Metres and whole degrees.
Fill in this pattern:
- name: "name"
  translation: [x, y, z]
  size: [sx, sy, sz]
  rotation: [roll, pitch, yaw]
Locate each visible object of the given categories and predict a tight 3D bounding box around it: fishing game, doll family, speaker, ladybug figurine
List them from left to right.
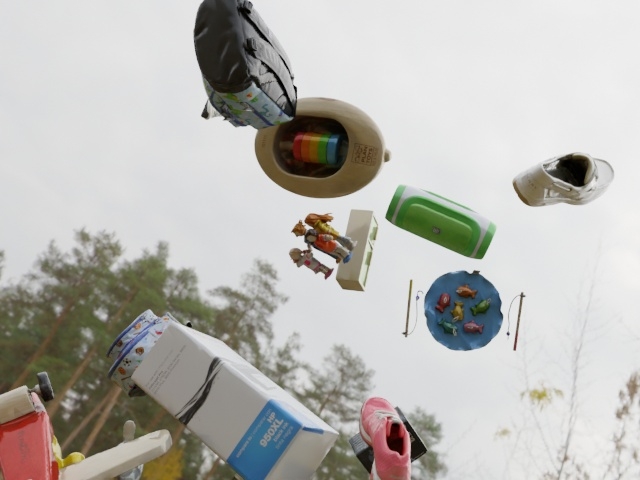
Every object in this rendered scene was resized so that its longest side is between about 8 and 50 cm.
- name: "doll family"
  translation: [0.000, 0.000, 1.939]
  size: [0.163, 0.118, 0.263]
  rotation: [33, -26, -6]
- name: "ladybug figurine"
  translation: [0.014, -0.278, 2.131]
  size: [0.449, 0.305, 0.162]
  rotation: [14, 6, 25]
- name: "speaker"
  translation: [0.338, -0.053, 1.963]
  size: [0.296, 0.131, 0.131]
  rotation: [24, -32, 9]
- name: "fishing game"
  translation: [0.326, 0.157, 1.579]
  size: [0.264, 0.189, 0.041]
  rotation: [10, -9, 8]

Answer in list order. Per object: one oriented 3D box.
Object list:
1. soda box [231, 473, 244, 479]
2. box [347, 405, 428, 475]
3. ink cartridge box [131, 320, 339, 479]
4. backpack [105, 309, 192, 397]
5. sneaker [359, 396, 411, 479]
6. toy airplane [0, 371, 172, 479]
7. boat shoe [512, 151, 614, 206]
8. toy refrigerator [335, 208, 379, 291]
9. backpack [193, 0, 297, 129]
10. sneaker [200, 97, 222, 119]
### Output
- name: "soda box"
  translation: [-0.160, 0.583, 1.791]
  size: [0.060, 0.053, 0.169]
  rotation: [49, -57, 22]
- name: "box"
  translation: [0.197, 0.597, 2.027]
  size: [0.147, 0.180, 0.077]
  rotation: [57, -2, -27]
- name: "ink cartridge box"
  translation: [-0.187, 0.374, 1.567]
  size: [0.395, 0.166, 0.285]
  rotation: [33, -6, 24]
- name: "backpack"
  translation: [-0.594, 0.382, 2.345]
  size: [0.213, 0.263, 0.276]
  rotation: [32, -55, 0]
- name: "sneaker"
  translation: [0.173, 0.467, 1.689]
  size: [0.115, 0.314, 0.136]
  rotation: [6, -63, -10]
- name: "toy airplane"
  translation: [-0.518, 0.465, 1.291]
  size: [0.386, 0.384, 0.273]
  rotation: [8, -55, 16]
- name: "boat shoe"
  translation: [0.508, -0.129, 1.381]
  size: [0.096, 0.277, 0.098]
  rotation: [-49, -119, 50]
- name: "toy refrigerator"
  translation: [0.134, 0.034, 2.428]
  size: [0.094, 0.270, 0.102]
  rotation: [4, -25, 20]
- name: "backpack"
  translation: [-0.189, -0.438, 1.830]
  size: [0.273, 0.290, 0.355]
  rotation: [-22, -21, 27]
- name: "sneaker"
  translation: [-0.333, -0.420, 2.228]
  size: [0.075, 0.161, 0.057]
  rotation: [23, -65, -14]
